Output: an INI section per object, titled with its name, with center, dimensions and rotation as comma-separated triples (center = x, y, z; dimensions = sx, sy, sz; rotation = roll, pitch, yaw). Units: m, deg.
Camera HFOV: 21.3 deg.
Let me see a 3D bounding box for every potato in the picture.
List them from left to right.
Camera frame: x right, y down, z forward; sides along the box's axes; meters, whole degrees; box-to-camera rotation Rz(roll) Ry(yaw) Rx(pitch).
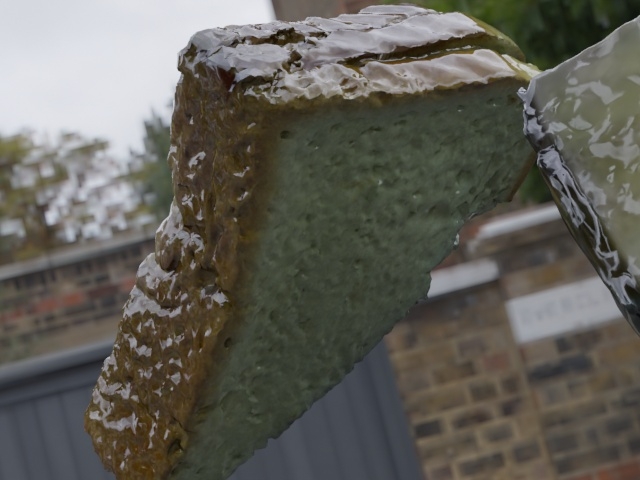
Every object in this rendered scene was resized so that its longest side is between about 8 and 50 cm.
[potato]
center = 0.103, -0.006, 0.402
dimensions = 0.061, 0.086, 0.122
rotation = -37, -33, 19

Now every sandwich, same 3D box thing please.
[sandwich]
center = 0.003, 0.003, 0.994
dimensions = 0.254, 0.100, 0.288
rotation = -12, -50, -47
